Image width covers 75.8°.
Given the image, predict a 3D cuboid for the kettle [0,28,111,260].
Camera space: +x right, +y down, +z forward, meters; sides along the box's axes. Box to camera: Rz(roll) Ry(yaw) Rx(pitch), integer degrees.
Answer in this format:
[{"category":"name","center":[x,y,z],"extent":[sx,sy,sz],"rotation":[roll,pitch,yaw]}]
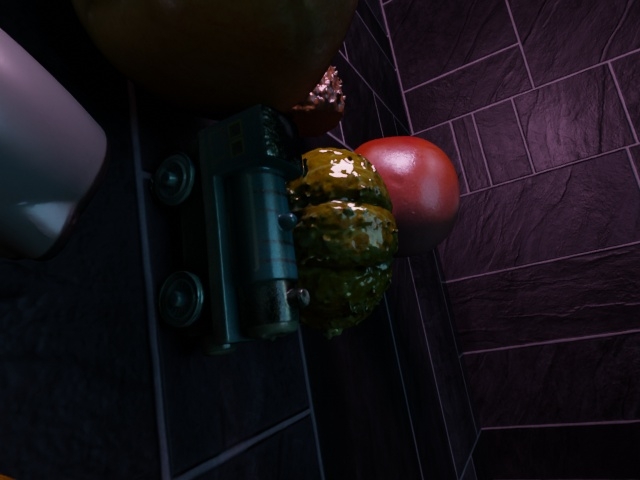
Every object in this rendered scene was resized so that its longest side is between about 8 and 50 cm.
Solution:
[{"category":"kettle","center":[-0.286,-0.108,0.292],"extent":[0.236,0.161,0.221],"rotation":[43,9,-48]}]

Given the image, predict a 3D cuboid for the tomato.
[{"category":"tomato","center":[0.180,-0.095,1.006],"extent":[0.321,0.321,0.322],"rotation":[41,41,-49]}]

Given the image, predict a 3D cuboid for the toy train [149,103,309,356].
[{"category":"toy train","center":[-0.106,-0.011,0.528],"extent":[0.120,0.193,0.299],"rotation":[18,61,-61]}]

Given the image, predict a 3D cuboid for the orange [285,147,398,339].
[{"category":"orange","center":[0.000,0.000,0.689],"extent":[0.300,0.222,0.302],"rotation":[-109,-161,-69]}]

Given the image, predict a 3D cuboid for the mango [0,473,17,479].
[{"category":"mango","center":[-0.209,0.261,0.260],"extent":[0.125,0.111,0.233],"rotation":[-23,91,-57]}]

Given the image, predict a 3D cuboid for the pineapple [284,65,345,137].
[{"category":"pineapple","center":[-0.039,-0.423,0.951],"extent":[0.165,0.165,0.365],"rotation":[22,54,-58]}]

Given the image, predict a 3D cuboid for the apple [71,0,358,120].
[{"category":"apple","center":[-0.132,-0.327,0.497],"extent":[0.304,0.338,0.339],"rotation":[-3,78,-40]}]
